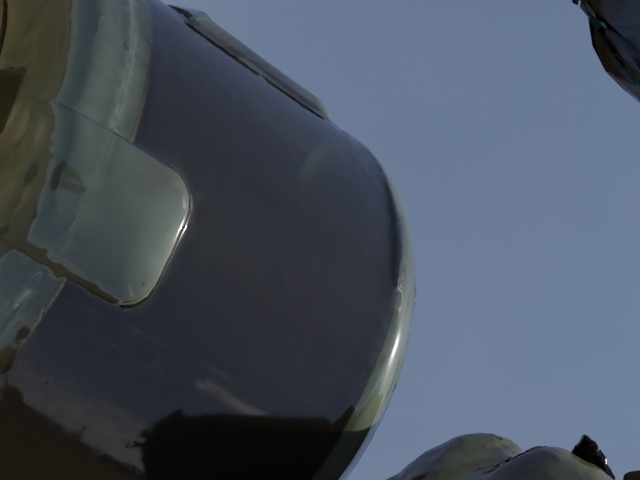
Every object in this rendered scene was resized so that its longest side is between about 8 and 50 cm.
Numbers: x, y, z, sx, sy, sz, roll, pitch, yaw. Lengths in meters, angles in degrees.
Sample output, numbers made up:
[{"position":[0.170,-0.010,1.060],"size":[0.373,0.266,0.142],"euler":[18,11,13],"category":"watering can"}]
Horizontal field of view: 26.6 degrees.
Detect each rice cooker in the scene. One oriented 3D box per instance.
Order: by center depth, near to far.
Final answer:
[{"position":[-0.147,0.009,0.782],"size":[0.335,0.325,0.335],"euler":[-33,-140,33],"category":"rice cooker"}]

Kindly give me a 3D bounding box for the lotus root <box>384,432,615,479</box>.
[{"position":[0.060,0.211,0.711],"size":[0.152,0.275,0.160],"euler":[24,-47,45],"category":"lotus root"}]

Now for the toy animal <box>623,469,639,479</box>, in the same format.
[{"position":[0.354,0.234,1.268],"size":[0.117,0.210,0.121],"euler":[-26,-109,20],"category":"toy animal"}]

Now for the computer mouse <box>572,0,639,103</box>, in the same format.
[{"position":[0.124,-0.094,0.373],"size":[0.077,0.242,0.146],"euler":[-24,-128,38],"category":"computer mouse"}]
